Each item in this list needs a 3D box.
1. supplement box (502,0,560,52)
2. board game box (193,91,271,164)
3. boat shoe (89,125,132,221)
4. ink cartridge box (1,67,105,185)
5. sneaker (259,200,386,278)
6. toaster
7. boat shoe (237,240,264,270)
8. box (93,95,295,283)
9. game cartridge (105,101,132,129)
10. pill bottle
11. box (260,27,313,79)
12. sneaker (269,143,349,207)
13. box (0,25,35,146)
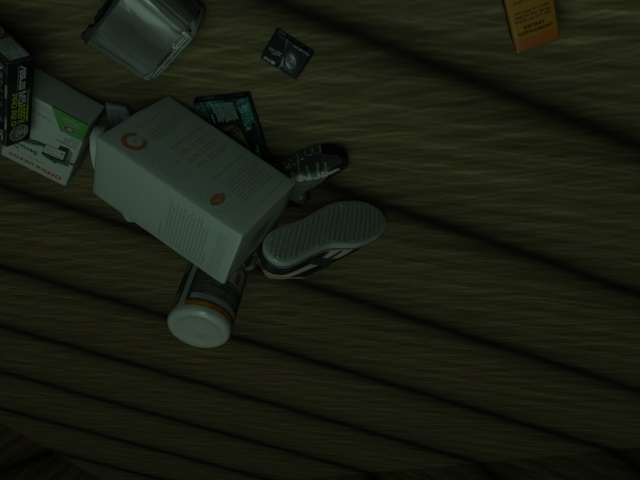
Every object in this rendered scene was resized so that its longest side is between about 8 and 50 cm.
[{"bbox_3d":[0.325,-0.431,0.916,0.078,0.080,0.233,-15,129,22],"label":"supplement box"},{"bbox_3d":[-0.191,-0.237,1.254,0.126,0.026,0.186,-2,135,12],"label":"board game box"},{"bbox_3d":[-0.445,-0.149,1.336,0.102,0.108,0.301,0,141,6],"label":"boat shoe"},{"bbox_3d":[-0.605,-0.248,1.274,0.160,0.093,0.219,28,133,-17],"label":"ink cartridge box"},{"bbox_3d":[0.000,0.000,1.332,0.321,0.126,0.127,-16,157,-25],"label":"sneaker"},{"bbox_3d":[-0.315,-0.404,1.034,0.227,0.129,0.146,-32,126,33],"label":"toaster"},{"bbox_3d":[-0.169,0.014,1.370,0.089,0.285,0.105,-3,98,4],"label":"boat shoe"},{"bbox_3d":[-0.265,-0.111,1.189,0.345,0.215,0.168,35,136,5],"label":"box"},{"bbox_3d":[-0.452,-0.272,1.276,0.056,0.017,0.083,14,137,2],"label":"game cartridge"},{"bbox_3d":[-0.279,0.122,1.461,0.162,0.278,0.162,6,136,6],"label":"pill bottle"},{"bbox_3d":[-0.065,-0.363,1.104,0.083,0.018,0.067,28,133,-18],"label":"box"},{"bbox_3d":[-0.031,-0.139,1.301,0.228,0.086,0.132,-13,150,16],"label":"sneaker"},{"bbox_3d":[-0.686,-0.353,1.123,0.270,0.060,0.216,41,135,8],"label":"box"}]
